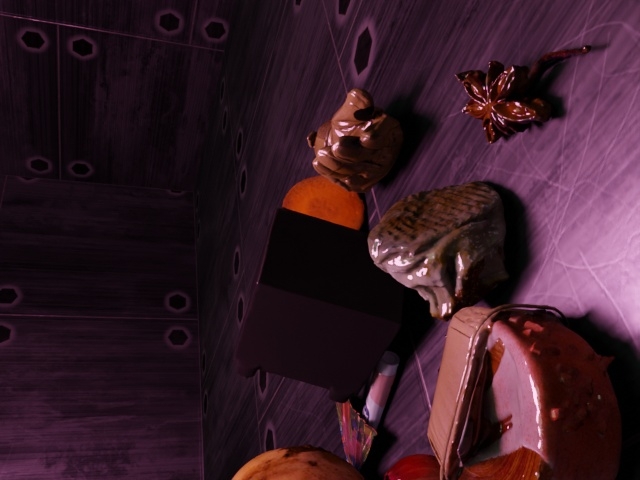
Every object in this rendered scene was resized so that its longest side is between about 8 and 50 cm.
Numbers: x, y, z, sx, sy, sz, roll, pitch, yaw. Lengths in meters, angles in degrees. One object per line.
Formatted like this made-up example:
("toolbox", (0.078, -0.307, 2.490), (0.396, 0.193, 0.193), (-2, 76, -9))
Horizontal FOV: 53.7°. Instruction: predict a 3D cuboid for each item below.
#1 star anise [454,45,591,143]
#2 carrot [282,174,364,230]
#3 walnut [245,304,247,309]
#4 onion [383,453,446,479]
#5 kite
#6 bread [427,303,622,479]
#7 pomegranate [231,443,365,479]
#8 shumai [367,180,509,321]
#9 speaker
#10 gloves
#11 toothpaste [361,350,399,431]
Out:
("star anise", (0.229, -0.174, 0.722), (0.097, 0.070, 0.190), (67, 160, -5))
("carrot", (0.000, 0.000, 1.281), (0.225, 0.159, 0.159), (96, 168, -56))
("walnut", (-0.114, 0.173, 1.558), (0.162, 0.140, 0.140), (-98, 20, -57))
("onion", (0.136, 0.376, 0.728), (0.248, 0.161, 0.248), (-172, 90, -74))
("kite", (0.057, 0.350, 1.169), (0.321, 0.016, 0.234), (-144, 50, -77))
("bread", (0.191, 0.176, 0.637), (0.212, 0.142, 0.224), (-138, 55, -71))
("pomegranate", (-0.037, 0.501, 1.027), (0.322, 0.322, 0.322), (-176, 90, -71))
("shumai", (0.169, 0.015, 0.818), (0.142, 0.184, 0.184), (69, 171, -23))
("speaker", (-0.004, 0.111, 1.049), (0.254, 0.232, 0.184), (111, 173, -45))
("gloves", (0.063, -0.163, 1.093), (0.154, 0.141, 0.331), (-58, 11, 3))
("toothpaste", (0.094, 0.273, 1.074), (0.056, 0.036, 0.205), (-108, 24, -52))
